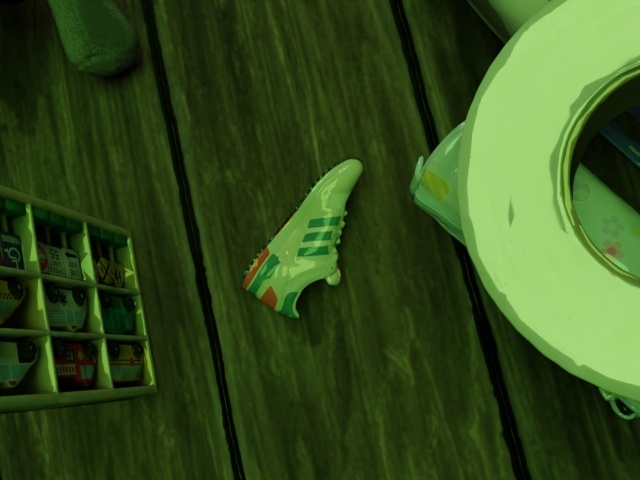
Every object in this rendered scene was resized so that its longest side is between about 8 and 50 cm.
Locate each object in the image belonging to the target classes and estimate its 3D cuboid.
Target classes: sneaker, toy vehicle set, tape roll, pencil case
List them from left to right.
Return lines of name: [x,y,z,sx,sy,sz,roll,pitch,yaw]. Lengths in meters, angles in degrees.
toy vehicle set: [-0.219,0.053,0.630,0.035,0.267,0.165,-15,79,11]
sneaker: [0.000,0.000,0.707,0.075,0.057,0.161,39,89,-1]
pencil case: [0.199,0.012,0.624,0.124,0.113,0.273,-40,74,-5]
tape roll: [0.237,-0.038,0.502,0.286,0.100,0.286,-1,86,19]

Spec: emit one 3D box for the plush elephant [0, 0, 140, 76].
plush elephant: [-0.367,-0.318,0.751,0.272,0.255,0.329,-18,114,-30]

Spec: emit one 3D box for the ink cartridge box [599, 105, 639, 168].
ink cartridge box: [0.369,-0.191,0.652,0.311,0.065,0.186,-43,74,4]

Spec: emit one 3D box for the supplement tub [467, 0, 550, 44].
supplement tub: [0.220,-0.294,0.600,0.272,0.191,0.191,-38,75,14]
